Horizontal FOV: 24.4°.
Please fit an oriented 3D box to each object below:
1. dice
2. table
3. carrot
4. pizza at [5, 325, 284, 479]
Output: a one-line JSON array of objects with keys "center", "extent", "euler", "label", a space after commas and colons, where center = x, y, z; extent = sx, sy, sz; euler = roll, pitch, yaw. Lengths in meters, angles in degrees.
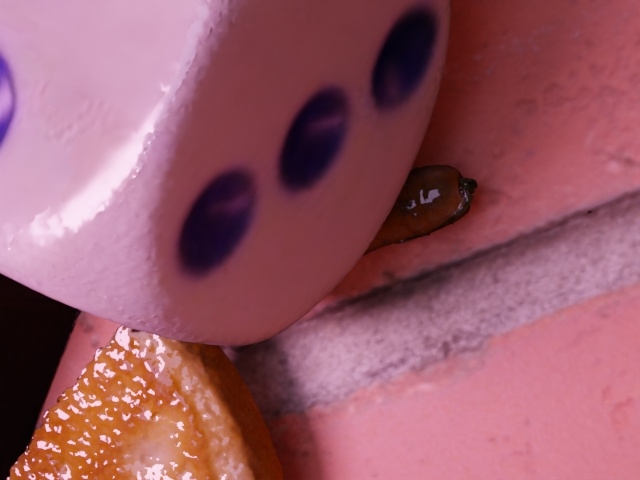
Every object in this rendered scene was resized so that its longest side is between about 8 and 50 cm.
[{"center": [-0.109, -0.123, 0.984], "extent": [0.304, 0.277, 0.304], "euler": [29, 99, 33], "label": "dice"}, {"center": [-0.327, 0.099, 1.156], "extent": [0.169, 0.172, 0.193], "euler": [26, 98, 26], "label": "table"}, {"center": [0.000, 0.000, 1.073], "extent": [0.254, 0.049, 0.049], "euler": [-21, 77, 29], "label": "carrot"}, {"center": [-0.096, 0.213, 1.074], "extent": [0.268, 0.087, 0.258], "euler": [43, 111, 12], "label": "pizza"}]
